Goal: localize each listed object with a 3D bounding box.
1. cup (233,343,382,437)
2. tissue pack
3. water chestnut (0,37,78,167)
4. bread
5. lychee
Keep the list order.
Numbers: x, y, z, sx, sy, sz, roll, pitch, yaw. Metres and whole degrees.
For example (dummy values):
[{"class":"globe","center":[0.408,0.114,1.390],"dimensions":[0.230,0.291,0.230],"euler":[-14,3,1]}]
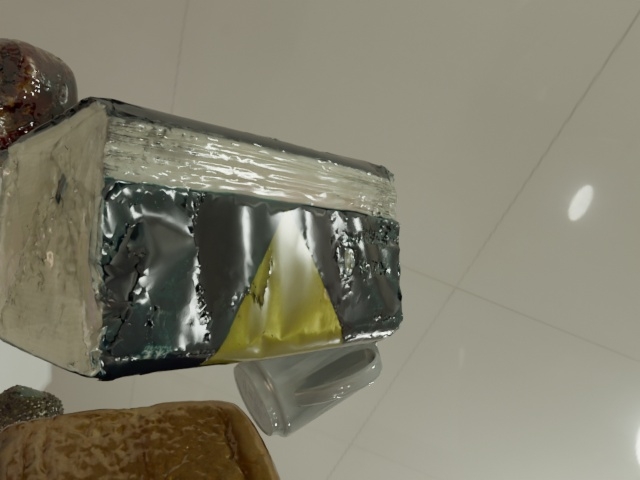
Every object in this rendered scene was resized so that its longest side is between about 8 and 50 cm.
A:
[{"class":"cup","center":[-0.017,0.339,1.328],"dimensions":[0.327,0.236,0.323],"euler":[-23,-168,-28]},{"class":"tissue pack","center":[-0.121,0.007,0.617],"dimensions":[0.417,0.264,0.253],"euler":[6,83,-48]},{"class":"water chestnut","center":[-0.674,-0.296,1.150],"dimensions":[0.289,0.244,0.289],"euler":[-34,-141,33]},{"class":"bread","center":[-0.198,0.330,0.582],"dimensions":[0.337,0.328,0.147],"euler":[41,-55,54]},{"class":"lychee","center":[-0.635,0.396,1.110],"dimensions":[0.171,0.171,0.171],"euler":[22,90,-90]}]
